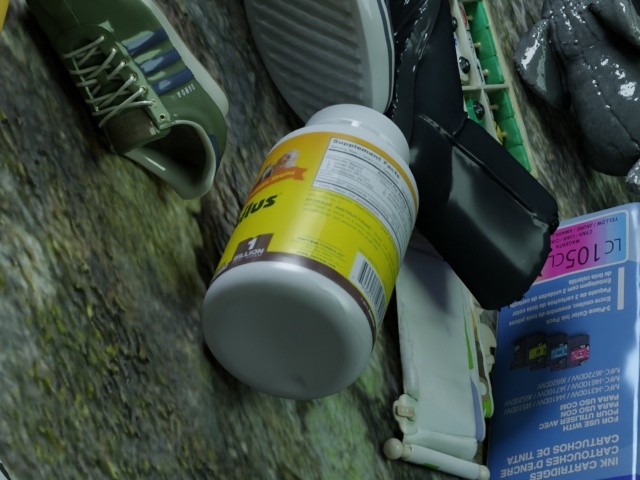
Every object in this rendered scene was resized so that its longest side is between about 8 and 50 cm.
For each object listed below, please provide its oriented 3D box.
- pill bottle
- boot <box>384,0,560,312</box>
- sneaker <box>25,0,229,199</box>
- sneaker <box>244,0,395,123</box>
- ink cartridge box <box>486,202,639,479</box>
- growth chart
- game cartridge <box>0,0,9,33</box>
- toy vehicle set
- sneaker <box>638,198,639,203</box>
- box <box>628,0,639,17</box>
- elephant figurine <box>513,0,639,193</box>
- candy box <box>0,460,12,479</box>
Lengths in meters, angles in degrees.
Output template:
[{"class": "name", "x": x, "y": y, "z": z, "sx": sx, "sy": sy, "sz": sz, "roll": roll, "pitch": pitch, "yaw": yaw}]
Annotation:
[{"class": "pill bottle", "x": 0.000, "y": 0.000, "z": 1.267, "sx": 0.117, "sy": 0.117, "sz": 0.215, "roll": 55, "pitch": 34, "yaw": -27}, {"class": "boot", "x": 0.108, "y": -0.084, "z": 1.485, "sx": 0.207, "sy": 0.094, "sz": 0.246, "roll": 40, "pitch": 42, "yaw": -31}, {"class": "sneaker", "x": -0.120, "y": -0.098, "z": 1.172, "sx": 0.192, "sy": 0.064, "sz": 0.086, "roll": 44, "pitch": 35, "yaw": -44}, {"class": "sneaker", "x": 0.002, "y": -0.242, "z": 1.365, "sx": 0.127, "sy": 0.126, "sz": 0.321, "roll": -27, "pitch": 102, "yaw": -43}, {"class": "ink cartridge box", "x": 0.269, "y": 0.207, "z": 1.574, "sx": 0.270, "sy": 0.151, "sz": 0.395, "roll": 45, "pitch": 41, "yaw": -38}, {"class": "growth chart", "x": 0.098, "y": 0.082, "z": 1.479, "sx": 0.172, "sy": 0.021, "sz": 0.237, "roll": 31, "pitch": 49, "yaw": -49}, {"class": "game cartridge", "x": -0.275, "y": -0.238, "z": 1.018, "sx": 0.285, "sy": 0.052, "sz": 0.324, "roll": 42, "pitch": 44, "yaw": -41}, {"class": "toy vehicle set", "x": 0.109, "y": -0.171, "z": 1.615, "sx": 0.166, "sy": 0.035, "sz": 0.267, "roll": -13, "pitch": 86, "yaw": -60}, {"class": "sneaker", "x": 0.384, "y": 0.070, "z": 1.880, "sx": 0.146, "sy": 0.122, "sz": 0.330, "roll": -57, "pitch": 134, "yaw": -26}, {"class": "box", "x": 0.348, "y": -0.324, "z": 2.056, "sx": 0.295, "sy": 0.073, "sz": 0.293, "roll": 61, "pitch": 31, "yaw": -17}, {"class": "elephant figurine", "x": 0.270, "y": -0.186, "z": 1.807, "sx": 0.169, "sy": 0.186, "sz": 0.239, "roll": -39, "pitch": 101, "yaw": -13}, {"class": "candy box", "x": -0.209, "y": 0.169, "z": 0.883, "sx": 0.233, "sy": 0.071, "sz": 0.159, "roll": 62, "pitch": 32, "yaw": -17}]
